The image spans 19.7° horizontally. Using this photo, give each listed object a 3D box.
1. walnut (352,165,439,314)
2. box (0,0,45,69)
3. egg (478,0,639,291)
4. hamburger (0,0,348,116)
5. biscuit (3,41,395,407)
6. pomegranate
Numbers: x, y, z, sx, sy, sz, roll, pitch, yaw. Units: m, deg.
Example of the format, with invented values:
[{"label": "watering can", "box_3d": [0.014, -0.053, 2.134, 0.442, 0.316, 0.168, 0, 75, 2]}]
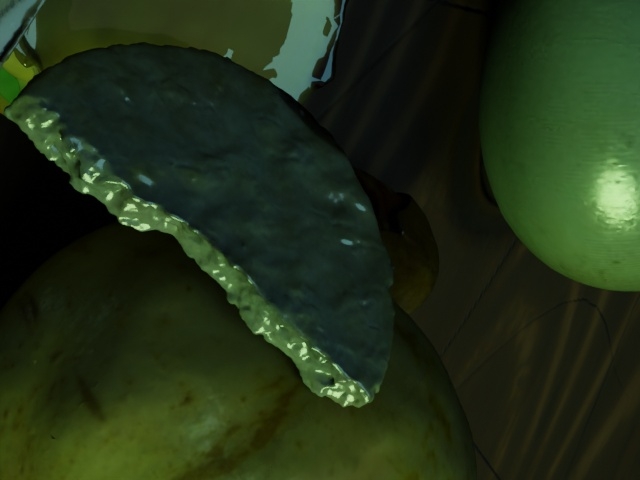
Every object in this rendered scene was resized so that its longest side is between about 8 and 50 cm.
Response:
[{"label": "walnut", "box_3d": [0.000, 0.000, 1.292, 0.207, 0.116, 0.115, 16, 99, -38]}, {"label": "box", "box_3d": [-0.296, -0.171, 0.878, 0.297, 0.190, 0.225, 33, 88, -45]}, {"label": "egg", "box_3d": [0.223, -0.105, 1.361, 0.218, 0.218, 0.295, -24, 112, -32]}, {"label": "hamburger", "box_3d": [-0.109, -0.147, 1.088, 0.237, 0.149, 0.237, -11, 111, -31]}, {"label": "biscuit", "box_3d": [-0.042, -0.029, 1.010, 0.250, 0.032, 0.133, 41, 51, -9]}, {"label": "pomegranate", "box_3d": [-0.087, 0.143, 1.118, 0.342, 0.342, 0.342, -20, 122, -35]}]
